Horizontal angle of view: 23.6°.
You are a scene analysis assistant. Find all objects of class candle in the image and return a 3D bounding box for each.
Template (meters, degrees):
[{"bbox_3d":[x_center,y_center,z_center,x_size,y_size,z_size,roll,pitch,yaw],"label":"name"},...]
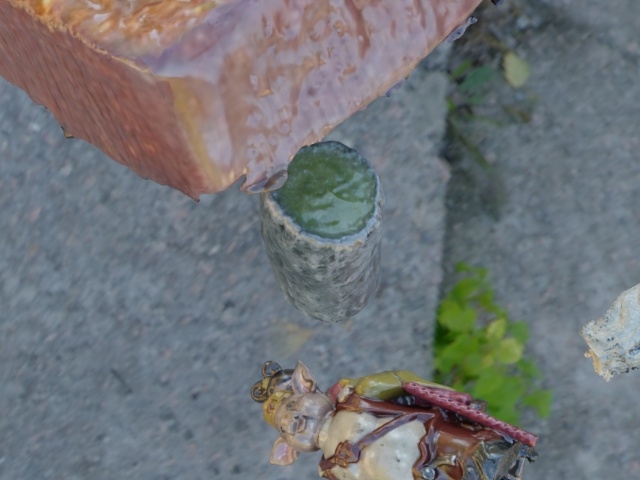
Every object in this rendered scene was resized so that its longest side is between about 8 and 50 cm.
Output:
[{"bbox_3d":[-0.057,-0.151,0.720,0.317,0.131,0.287,-7,46,17],"label":"candle"}]

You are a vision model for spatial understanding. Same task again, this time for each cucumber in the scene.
[{"bbox_3d":[0.000,-0.001,0.755,0.064,0.112,0.064,0,64,0],"label":"cucumber"}]

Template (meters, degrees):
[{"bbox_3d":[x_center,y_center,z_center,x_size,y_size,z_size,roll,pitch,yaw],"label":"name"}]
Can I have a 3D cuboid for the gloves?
[{"bbox_3d":[0.375,0.098,1.751,0.153,0.114,0.070,-36,57,-1],"label":"gloves"}]

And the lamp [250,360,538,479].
[{"bbox_3d":[0.039,0.151,1.190,0.253,0.118,0.118,22,61,23],"label":"lamp"}]
